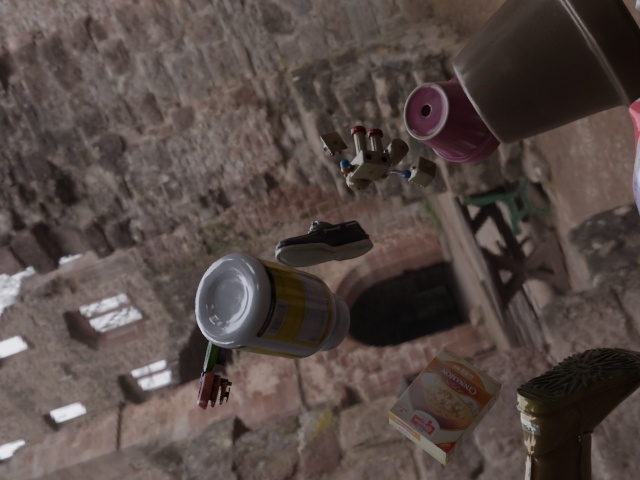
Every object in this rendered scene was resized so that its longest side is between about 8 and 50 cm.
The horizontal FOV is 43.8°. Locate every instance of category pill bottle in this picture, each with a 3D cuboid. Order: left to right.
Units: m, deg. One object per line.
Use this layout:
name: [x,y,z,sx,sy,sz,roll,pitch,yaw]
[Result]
pill bottle: [-0.047,0.081,0.908,0.184,0.103,0.103,21,-134,-52]

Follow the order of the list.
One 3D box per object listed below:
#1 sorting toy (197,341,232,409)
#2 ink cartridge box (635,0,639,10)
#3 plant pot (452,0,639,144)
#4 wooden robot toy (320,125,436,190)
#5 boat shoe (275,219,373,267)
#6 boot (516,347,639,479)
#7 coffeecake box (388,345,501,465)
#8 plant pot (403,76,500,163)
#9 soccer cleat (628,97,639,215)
sorting toy: [-0.132,0.174,1.033,0.061,0.042,0.102,118,162,-56]
ink cartridge box: [0.735,-0.606,1.585,0.283,0.117,0.207,-51,-34,-38]
plant pot: [0.319,-0.261,1.133,0.263,0.229,0.263,48,-158,-26]
wooden robot toy: [0.066,-0.102,1.084,0.079,0.173,0.076,127,143,-49]
boat shoe: [0.000,0.000,1.381,0.206,0.075,0.065,-4,-117,-39]
boot: [0.355,0.299,1.089,0.089,0.236,0.270,24,124,60]
coffeecake box: [0.248,0.327,1.586,0.142,0.185,0.068,33,154,27]
plant pot: [0.294,-0.281,1.810,0.180,0.201,0.201,1,-116,-45]
soccer cleat: [0.413,-0.023,0.903,0.116,0.108,0.318,49,165,51]
